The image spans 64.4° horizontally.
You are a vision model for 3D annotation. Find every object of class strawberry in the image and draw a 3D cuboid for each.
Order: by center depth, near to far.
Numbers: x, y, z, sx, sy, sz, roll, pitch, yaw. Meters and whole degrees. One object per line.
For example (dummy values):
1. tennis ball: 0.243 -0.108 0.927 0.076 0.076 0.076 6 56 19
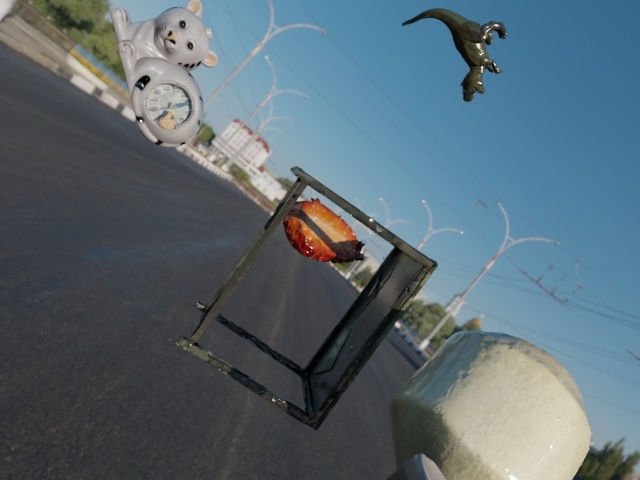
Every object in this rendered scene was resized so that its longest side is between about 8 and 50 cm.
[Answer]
1. strawberry: 0.000 0.000 0.967 0.188 0.082 0.121 32 46 -38

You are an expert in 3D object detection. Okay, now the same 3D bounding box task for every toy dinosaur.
1. toy dinosaur: 0.267 -0.367 1.001 0.087 0.178 0.187 -123 -158 -79

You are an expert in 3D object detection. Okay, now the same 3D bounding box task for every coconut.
1. coconut: 0.207 0.260 0.676 0.237 0.266 0.237 36 -25 20

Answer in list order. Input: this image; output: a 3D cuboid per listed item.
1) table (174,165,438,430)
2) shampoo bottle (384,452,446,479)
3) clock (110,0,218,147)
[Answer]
1. table: -0.029 0.081 0.885 0.272 0.335 0.222 35 4 -9
2. shampoo bottle: 0.045 0.330 0.543 0.056 0.227 0.086 43 10 -22
3. clock: -0.188 -0.212 0.654 0.080 0.117 0.176 -136 -145 -75
